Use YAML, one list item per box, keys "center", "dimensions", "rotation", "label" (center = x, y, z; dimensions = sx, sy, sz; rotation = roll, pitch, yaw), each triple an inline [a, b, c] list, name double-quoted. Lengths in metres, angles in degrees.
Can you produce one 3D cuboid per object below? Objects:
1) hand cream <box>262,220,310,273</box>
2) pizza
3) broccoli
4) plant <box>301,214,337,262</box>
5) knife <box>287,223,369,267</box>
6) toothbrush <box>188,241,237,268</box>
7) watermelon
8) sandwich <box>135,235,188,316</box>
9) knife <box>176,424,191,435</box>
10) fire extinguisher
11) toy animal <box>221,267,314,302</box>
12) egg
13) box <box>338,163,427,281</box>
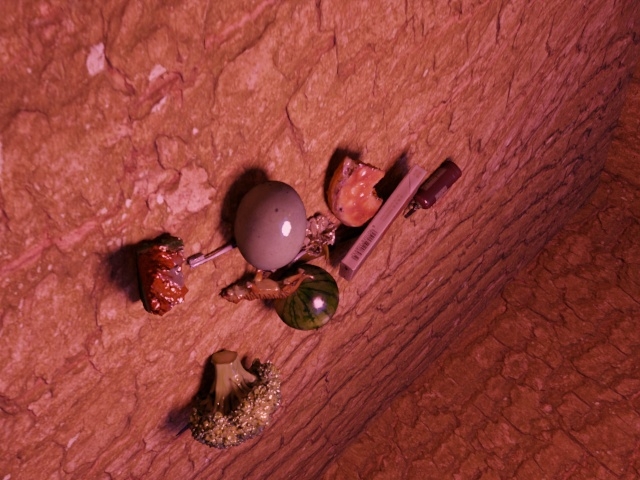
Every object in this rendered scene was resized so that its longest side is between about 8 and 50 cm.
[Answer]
- center: [-0.101, 0.009, 1.745]
  dimensions: [0.186, 0.054, 0.087]
  rotation: [-54, 139, -8]
  label: "hand cream"
- center: [0.090, -0.134, 1.811]
  dimensions: [0.161, 0.085, 0.305]
  rotation: [-26, 149, -10]
  label: "pizza"
- center: [-0.234, 0.454, 1.896]
  dimensions: [0.288, 0.236, 0.259]
  rotation: [-75, -172, -62]
  label: "broccoli"
- center: [0.000, 0.000, 1.810]
  dimensions: [0.105, 0.122, 0.116]
  rotation: [20, 114, -48]
  label: "plant"
- center: [0.032, 0.018, 1.965]
  dimensions: [0.343, 0.027, 0.061]
  rotation: [-21, 144, -42]
  label: "knife"
- center: [-0.202, 0.006, 1.624]
  dimensions: [0.288, 0.024, 0.026]
  rotation: [-24, 128, -38]
  label: "toothbrush"
- center: [-0.036, 0.162, 1.868]
  dimensions: [0.188, 0.188, 0.214]
  rotation: [-49, 152, -4]
  label: "watermelon"
- center: [-0.327, 0.096, 1.413]
  dimensions: [0.109, 0.160, 0.184]
  rotation: [-13, 129, -22]
  label: "sandwich"
- center: [-0.366, 0.541, 2.018]
  dimensions: [0.170, 0.010, 0.023]
  rotation: [-33, 147, -26]
  label: "knife"
- center: [0.364, -0.159, 2.198]
  dimensions: [0.231, 0.071, 0.099]
  rotation: [-45, 179, -9]
  label: "fire extinguisher"
- center: [-0.136, 0.117, 1.727]
  dimensions: [0.242, 0.056, 0.099]
  rotation: [-4, 147, -17]
  label: "toy animal"
- center: [-0.116, -0.032, 1.547]
  dimensions: [0.169, 0.169, 0.236]
  rotation: [-30, 149, -33]
  label: "egg"
- center: [0.180, -0.048, 1.969]
  dimensions: [0.365, 0.051, 0.204]
  rotation: [-53, 172, -11]
  label: "box"
